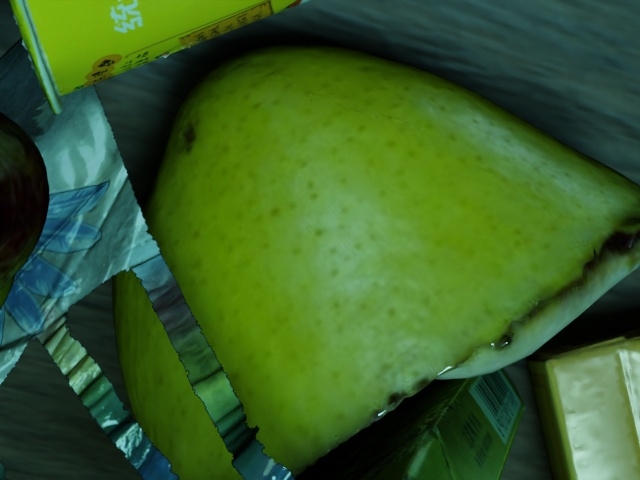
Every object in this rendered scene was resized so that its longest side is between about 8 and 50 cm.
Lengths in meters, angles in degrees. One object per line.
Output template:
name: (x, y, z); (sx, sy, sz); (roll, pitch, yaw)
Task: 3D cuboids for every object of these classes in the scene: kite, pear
kite: (-0.115, 0.041, 0.497); (0.169, 0.310, 0.015); (-44, 139, 10)
pear: (-0.002, 0.002, 0.556); (0.267, 0.267, 0.178); (-34, 91, 13)

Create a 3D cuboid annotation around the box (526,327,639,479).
box: (0.260, 0.115, 0.649); (0.274, 0.076, 0.174); (-12, 85, 1)

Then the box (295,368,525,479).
box: (0.001, 0.127, 0.554); (0.173, 0.311, 0.043); (-34, 86, 13)

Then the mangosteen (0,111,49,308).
mangosteen: (-0.232, -0.060, 0.406); (0.314, 0.297, 0.296); (23, 123, 29)

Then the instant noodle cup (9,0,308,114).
instant noodle cup: (-0.055, -0.152, 0.464); (0.144, 0.182, 0.182); (-15, 120, -7)
